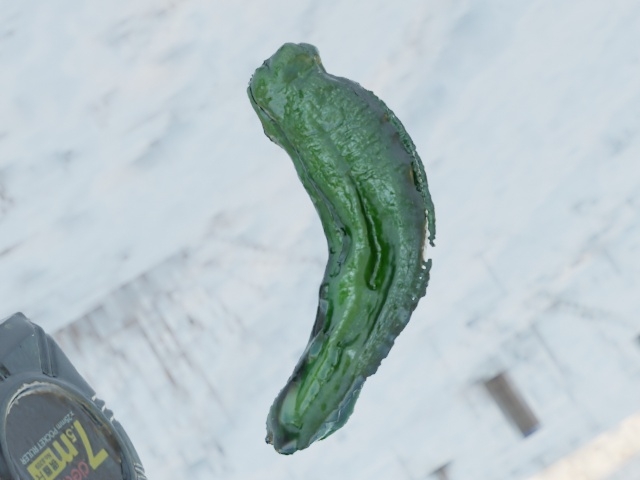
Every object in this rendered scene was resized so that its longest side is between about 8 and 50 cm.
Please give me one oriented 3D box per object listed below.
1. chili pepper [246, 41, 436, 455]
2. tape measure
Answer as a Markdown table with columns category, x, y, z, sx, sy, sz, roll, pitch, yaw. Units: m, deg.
| category | x | y | z | sx | sy | sz | roll | pitch | yaw |
| --- | --- | --- | --- | --- | --- | --- | --- | --- | --- |
| chili pepper | 0.008 | 0.001 | 0.544 | 0.055 | 0.118 | 0.035 | -8 | 171 | 27 |
| tape measure | -0.196 | 0.158 | 1.185 | 0.112 | 0.186 | 0.199 | -36 | -174 | 30 |
